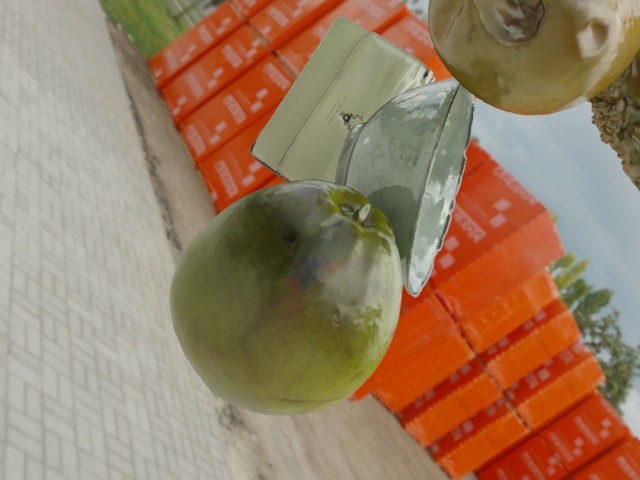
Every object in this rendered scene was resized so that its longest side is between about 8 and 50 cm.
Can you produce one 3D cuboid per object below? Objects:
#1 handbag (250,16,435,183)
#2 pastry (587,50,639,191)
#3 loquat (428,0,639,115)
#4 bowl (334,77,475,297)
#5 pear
[{"bbox_3d":[0.047,-0.262,1.489,0.237,0.358,0.160,36,5,21],"label":"handbag"},{"bbox_3d":[0.444,-0.156,0.811,0.255,0.162,0.311,63,-22,-9],"label":"pastry"},{"bbox_3d":[0.238,-0.248,0.760,0.244,0.244,0.244,54,3,-4],"label":"loquat"},{"bbox_3d":[0.105,-0.089,0.961,0.146,0.313,0.313,14,-10,17],"label":"bowl"},{"bbox_3d":[-0.040,0.072,0.819,0.269,0.321,0.269,29,33,-21],"label":"pear"}]
